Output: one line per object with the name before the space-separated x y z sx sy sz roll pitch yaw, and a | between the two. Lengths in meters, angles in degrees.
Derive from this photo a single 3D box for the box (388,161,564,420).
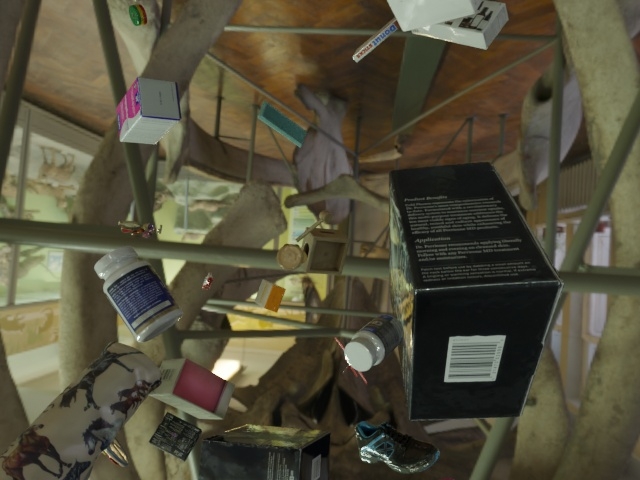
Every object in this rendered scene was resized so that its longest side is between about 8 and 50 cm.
box | 0.343 0.125 1.204 0.298 0.479 0.471 -3 -142 5

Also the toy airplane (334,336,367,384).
toy airplane | 0.086 0.333 1.266 0.028 0.151 0.151 -26 -170 -24

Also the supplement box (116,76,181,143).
supplement box | -0.498 -0.366 1.336 0.114 0.111 0.220 -5 173 -37

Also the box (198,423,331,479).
box | -0.160 0.703 1.461 0.313 0.178 0.343 -1 166 17

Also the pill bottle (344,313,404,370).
pill bottle | 0.113 0.214 0.976 0.078 0.078 0.137 2 -164 35

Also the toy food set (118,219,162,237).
toy food set | -0.540 -0.030 1.392 0.122 0.019 0.078 4 152 -22

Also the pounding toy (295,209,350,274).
pounding toy | -0.007 -0.006 1.476 0.181 0.206 0.094 5 -158 -23

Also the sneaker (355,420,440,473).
sneaker | 0.262 0.740 1.679 0.341 0.139 0.125 -14 -175 39

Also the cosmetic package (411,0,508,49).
cosmetic package | 0.348 -0.573 1.199 0.239 0.099 0.060 34 175 38

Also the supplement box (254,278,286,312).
supplement box | -0.124 0.135 1.138 0.036 0.062 0.098 23 175 -22

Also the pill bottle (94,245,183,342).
pill bottle | -0.545 0.157 1.383 0.153 0.264 0.153 -36 174 -4

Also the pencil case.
pencil case | -0.516 0.409 1.021 0.160 0.183 0.410 -2 -149 22

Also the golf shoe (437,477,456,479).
golf shoe | 0.173 0.580 0.844 0.140 0.306 0.115 47 170 -8

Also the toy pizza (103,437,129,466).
toy pizza | -0.644 0.601 1.384 0.032 0.201 0.201 -40 -162 -23

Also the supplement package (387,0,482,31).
supplement package | 0.260 -0.603 0.933 0.175 0.293 0.177 9 151 47

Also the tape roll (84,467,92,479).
tape roll | -0.917 0.789 1.616 0.219 0.072 0.219 7 -140 -6

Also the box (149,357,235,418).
box | -0.437 0.512 1.594 0.149 0.126 0.232 -16 135 38

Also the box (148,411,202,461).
box | -0.297 0.403 0.954 0.083 0.067 0.018 23 145 7

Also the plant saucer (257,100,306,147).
plant saucer | -0.123 -0.392 1.568 0.192 0.067 0.018 29 159 -34

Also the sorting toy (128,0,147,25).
sorting toy | -0.439 -0.648 1.054 0.046 0.274 0.132 -29 -121 -33

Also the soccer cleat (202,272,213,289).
soccer cleat | -0.417 0.151 1.718 0.029 0.035 0.083 7 140 -26

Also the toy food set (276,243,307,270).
toy food set | -0.088 0.048 1.362 0.082 0.083 0.020 46 174 15

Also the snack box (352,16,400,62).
snack box | 0.158 -0.520 1.166 0.178 0.064 0.022 -29 115 36
